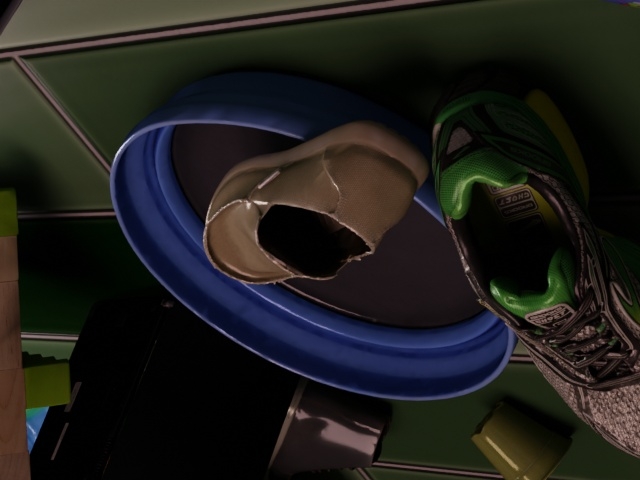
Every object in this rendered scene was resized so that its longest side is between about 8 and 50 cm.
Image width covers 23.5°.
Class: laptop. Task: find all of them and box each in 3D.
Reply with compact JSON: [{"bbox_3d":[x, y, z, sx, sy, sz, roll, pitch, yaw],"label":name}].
[{"bbox_3d":[-0.173,0.190,1.651,0.136,0.234,0.264,33,156,-30],"label":"laptop"}]

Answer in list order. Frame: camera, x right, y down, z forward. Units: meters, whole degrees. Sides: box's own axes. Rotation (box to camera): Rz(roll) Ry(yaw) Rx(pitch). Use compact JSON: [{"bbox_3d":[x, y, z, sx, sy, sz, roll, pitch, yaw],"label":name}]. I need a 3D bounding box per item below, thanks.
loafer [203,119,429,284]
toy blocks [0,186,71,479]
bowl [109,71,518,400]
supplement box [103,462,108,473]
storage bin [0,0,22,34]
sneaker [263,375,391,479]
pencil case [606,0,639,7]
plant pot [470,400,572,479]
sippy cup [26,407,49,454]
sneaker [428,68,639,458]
[{"bbox_3d":[-0.023,-0.015,1.209,0.102,0.092,0.268,38,148,-15],"label":"loafer"},{"bbox_3d":[-0.394,0.098,1.683,0.261,0.191,0.381,-139,46,-63],"label":"toy blocks"},{"bbox_3d":[0.000,0.000,1.379,0.391,0.077,0.391,20,148,13],"label":"bowl"},{"bbox_3d":[-0.144,0.374,1.783,0.194,0.195,0.356,26,178,37],"label":"supplement box"},{"bbox_3d":[-0.312,-0.223,1.293,0.135,0.098,0.091,31,177,-6],"label":"storage bin"},{"bbox_3d":[0.004,0.239,1.726,0.118,0.083,0.222,24,148,6],"label":"sneaker"},{"bbox_3d":[0.114,-0.220,0.920,0.306,0.133,0.119,15,-168,22],"label":"pencil case"},{"bbox_3d":[0.195,0.204,1.537,0.079,0.083,0.083,40,149,2],"label":"plant pot"},{"bbox_3d":[-0.282,0.336,1.984,0.305,0.240,0.224,8,156,46],"label":"sippy cup"},{"bbox_3d":[0.179,0.046,1.162,0.134,0.146,0.343,-27,113,26],"label":"sneaker"}]
